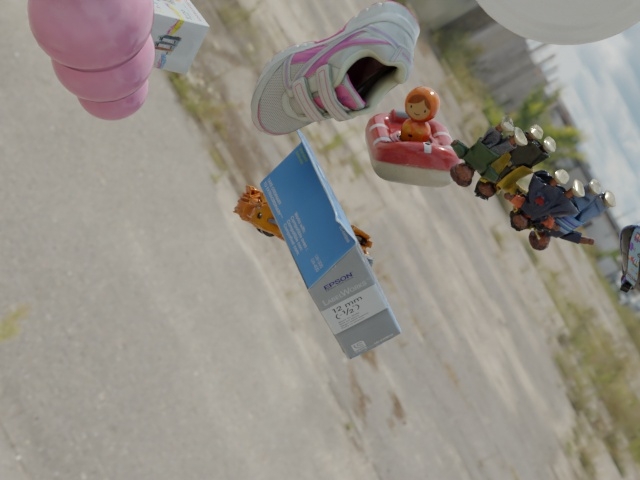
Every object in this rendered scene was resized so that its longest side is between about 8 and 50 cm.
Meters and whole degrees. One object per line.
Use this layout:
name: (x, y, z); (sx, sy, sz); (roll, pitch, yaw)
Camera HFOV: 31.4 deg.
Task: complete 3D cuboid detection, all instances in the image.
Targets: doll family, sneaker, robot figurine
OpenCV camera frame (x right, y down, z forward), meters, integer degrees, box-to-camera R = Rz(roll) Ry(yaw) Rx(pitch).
doll family: (0.222, -0.053, 1.222); (0.193, 0.111, 0.076); (44, 38, -2)
sneaker: (0.013, -0.204, 1.460); (0.103, 0.252, 0.111); (44, 27, -32)
robot figurine: (-0.022, -0.022, 2.312); (0.291, 0.085, 0.211); (21, 2, -21)

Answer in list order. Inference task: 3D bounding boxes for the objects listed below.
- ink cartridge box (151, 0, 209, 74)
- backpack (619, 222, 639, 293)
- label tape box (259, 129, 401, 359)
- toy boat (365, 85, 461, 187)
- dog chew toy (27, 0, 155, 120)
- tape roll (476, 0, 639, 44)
ink cartridge box: (-0.351, -0.448, 2.402); (0.176, 0.127, 0.128); (7, 35, -40)
backpack: (0.545, 0.025, 1.770); (0.158, 0.117, 0.173); (35, -21, 38)
label tape box: (0.000, 0.000, 1.864); (0.249, 0.115, 0.347); (64, 3, 39)
toy boat: (0.162, -0.186, 1.922); (0.231, 0.151, 0.151); (-99, -163, -62)
dog chew toy: (-0.372, -0.332, 1.938); (0.332, 0.207, 0.206); (86, -14, -56)
tape roll: (0.310, -0.386, 1.396); (0.286, 0.286, 0.100); (59, 23, -9)
